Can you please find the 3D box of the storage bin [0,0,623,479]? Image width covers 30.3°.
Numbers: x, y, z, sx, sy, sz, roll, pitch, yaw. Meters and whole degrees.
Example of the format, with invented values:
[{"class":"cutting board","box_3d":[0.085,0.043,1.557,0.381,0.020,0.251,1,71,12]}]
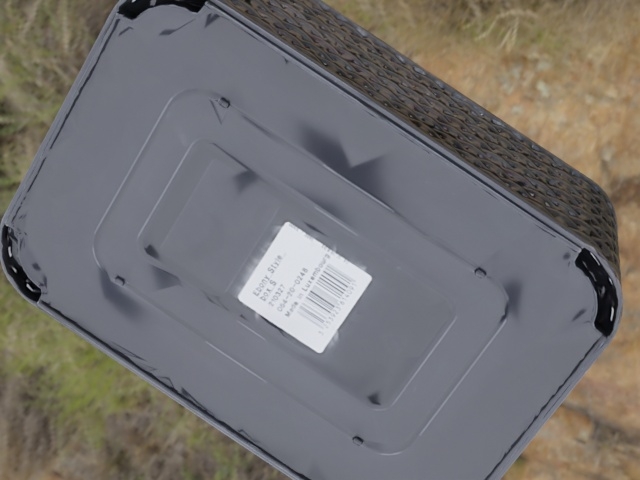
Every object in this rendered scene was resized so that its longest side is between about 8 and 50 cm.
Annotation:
[{"class":"storage bin","box_3d":[0.000,0.000,0.404,0.180,0.084,0.122,34,111,2]}]
